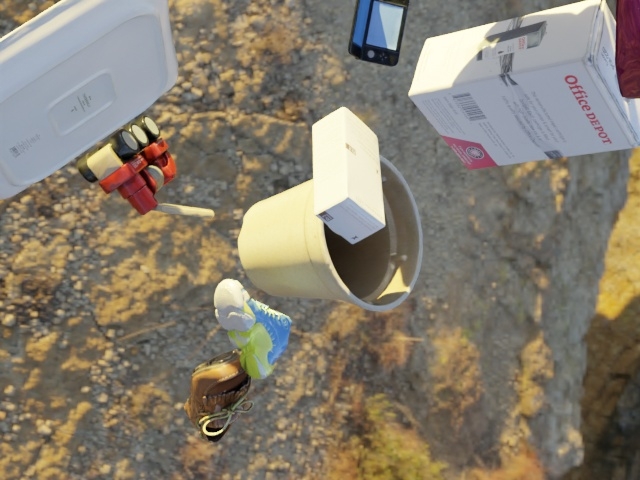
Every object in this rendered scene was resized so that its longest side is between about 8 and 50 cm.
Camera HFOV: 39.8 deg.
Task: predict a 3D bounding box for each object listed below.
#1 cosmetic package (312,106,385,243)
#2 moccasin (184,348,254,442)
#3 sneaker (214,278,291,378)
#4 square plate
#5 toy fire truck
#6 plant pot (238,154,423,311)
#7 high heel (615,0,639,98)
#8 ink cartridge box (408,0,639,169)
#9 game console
[{"bbox_3d":[0.051,-0.122,1.638,0.117,0.085,0.231,35,37,-39],"label":"cosmetic package"},{"bbox_3d":[-0.222,0.355,1.949,0.139,0.380,0.147,-17,67,-31],"label":"moccasin"},{"bbox_3d":[-0.130,0.155,1.766,0.126,0.091,0.240,-42,132,-37],"label":"sneaker"},{"bbox_3d":[-0.323,-0.192,1.152,0.344,0.347,0.049,-38,81,-14],"label":"square plate"},{"bbox_3d":[-0.337,-0.123,1.810,0.246,0.158,0.217,55,16,-12],"label":"toy fire truck"},{"bbox_3d":[0.000,0.000,1.906,0.334,0.305,0.334,13,73,-46],"label":"plant pot"},{"bbox_3d":[0.238,-0.285,0.743,0.377,0.181,0.127,54,51,-10],"label":"high heel"},{"bbox_3d":[0.237,-0.168,0.996,0.158,0.218,0.092,42,57,-41],"label":"ink cartridge box"},{"bbox_3d":[0.092,-0.342,1.385,0.107,0.071,0.122,9,97,-18],"label":"game console"}]
